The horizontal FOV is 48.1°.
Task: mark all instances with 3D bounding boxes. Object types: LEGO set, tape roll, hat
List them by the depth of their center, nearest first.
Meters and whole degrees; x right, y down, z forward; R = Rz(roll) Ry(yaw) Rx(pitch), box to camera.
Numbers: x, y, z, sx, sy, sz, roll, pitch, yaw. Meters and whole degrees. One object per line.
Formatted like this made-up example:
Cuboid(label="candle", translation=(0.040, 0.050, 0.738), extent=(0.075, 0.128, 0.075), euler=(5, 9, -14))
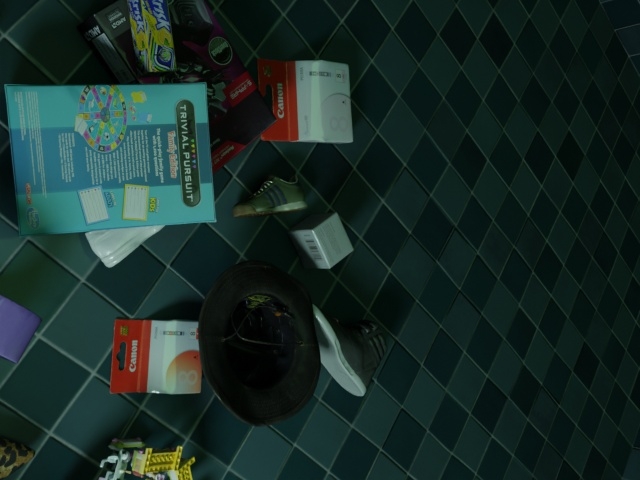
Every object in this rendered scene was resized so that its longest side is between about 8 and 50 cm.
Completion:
Cuboid(label="tape roll", translation=(-0.543, 0.117, 1.120), extent=(0.189, 0.189, 0.080), euler=(38, 66, -32))
Cuboid(label="LEGO set", translation=(-0.317, 0.446, 1.361), extent=(0.287, 0.107, 0.132), euler=(54, 52, -47))
Cuboid(label="hat", translation=(-0.151, 0.212, 1.480), extent=(0.331, 0.134, 0.331), euler=(13, 71, -41))

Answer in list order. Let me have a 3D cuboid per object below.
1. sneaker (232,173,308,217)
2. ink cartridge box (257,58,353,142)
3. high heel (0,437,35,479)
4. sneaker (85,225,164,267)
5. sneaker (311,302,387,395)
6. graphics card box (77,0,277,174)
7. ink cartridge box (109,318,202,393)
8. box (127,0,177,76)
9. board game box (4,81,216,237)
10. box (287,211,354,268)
Cuboid(label="sneaker", translation=(-0.115, -0.100, 1.564), extent=(0.192, 0.064, 0.086), euler=(-8, 87, -39))
Cuboid(label="ink cartridge box", translation=(-0.030, -0.318, 1.642), extent=(0.232, 0.066, 0.189), euler=(-4, 92, -44))
Cuboid(label="high heel", translation=(-0.552, 0.368, 1.106), extent=(0.261, 0.186, 0.093), euler=(0, 89, -39))
Cuboid(label="sneaker", translation=(-0.348, -0.048, 1.363), extent=(0.212, 0.080, 0.094), euler=(-45, 104, -30))
Cuboid(label="sneaker", translation=(0.054, 0.215, 1.669), extent=(0.147, 0.104, 0.296), euler=(-52, 125, -30))
Cuboid(label="graphics card box", translation=(-0.270, -0.323, 1.418), extent=(0.233, 0.094, 0.371), euler=(-44, 114, -30))
Cuboid(label="ink cartridge box", translation=(-0.314, 0.226, 1.400), extent=(0.179, 0.045, 0.145), euler=(7, 84, -42))
Cuboid(label="box", translation=(-0.306, -0.384, 1.294), extent=(0.054, 0.059, 0.169), euler=(-11, 96, -38))
Cuboid(label="board game box", translation=(-0.365, -0.146, 1.272), extent=(0.336, 0.079, 0.254), euler=(-5, 96, -21))
Cuboid(label="box", translation=(0.000, 0.000, 1.625), extent=(0.087, 0.102, 0.101), euler=(-37, 111, -32))
